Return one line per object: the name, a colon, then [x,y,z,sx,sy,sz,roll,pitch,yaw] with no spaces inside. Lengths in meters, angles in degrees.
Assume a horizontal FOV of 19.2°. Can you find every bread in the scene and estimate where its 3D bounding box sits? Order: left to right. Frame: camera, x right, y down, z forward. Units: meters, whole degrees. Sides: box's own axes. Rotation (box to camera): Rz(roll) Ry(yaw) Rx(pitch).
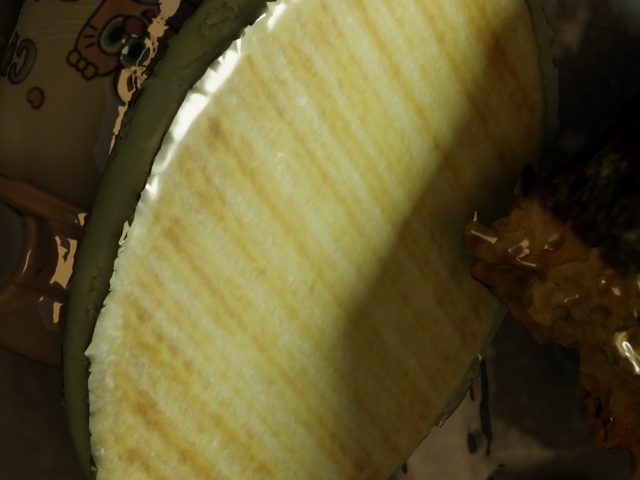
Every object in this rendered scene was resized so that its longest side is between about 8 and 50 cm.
bread: [0.000,0.000,0.696,0.267,0.040,0.267,-32,134,-40]

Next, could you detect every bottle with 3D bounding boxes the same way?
bottle: [-0.072,-0.056,0.687,0.110,0.097,0.209,18,93,-59]

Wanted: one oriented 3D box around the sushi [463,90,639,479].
sushi: [0.235,0.062,0.754,0.207,0.234,0.348,-44,87,-3]
